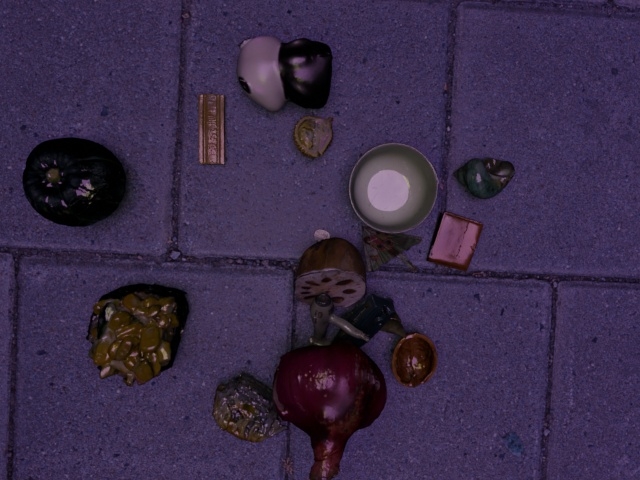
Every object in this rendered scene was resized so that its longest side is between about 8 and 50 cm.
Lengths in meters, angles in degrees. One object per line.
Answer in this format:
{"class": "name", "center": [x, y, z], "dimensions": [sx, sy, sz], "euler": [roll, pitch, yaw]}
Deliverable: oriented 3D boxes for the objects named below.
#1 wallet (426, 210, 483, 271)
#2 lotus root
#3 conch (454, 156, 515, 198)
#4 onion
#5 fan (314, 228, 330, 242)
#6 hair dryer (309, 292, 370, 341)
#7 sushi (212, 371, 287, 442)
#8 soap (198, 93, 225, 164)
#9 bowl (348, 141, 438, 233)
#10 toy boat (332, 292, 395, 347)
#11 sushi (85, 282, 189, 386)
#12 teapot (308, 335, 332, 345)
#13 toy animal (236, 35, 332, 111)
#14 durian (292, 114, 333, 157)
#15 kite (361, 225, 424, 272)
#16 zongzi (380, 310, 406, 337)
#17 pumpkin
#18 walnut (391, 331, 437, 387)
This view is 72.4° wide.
{"class": "wallet", "center": [0.495, 0.004, 1.620], "dimensions": [0.160, 0.042, 0.196], "euler": [16, 93, 1]}
{"class": "lotus root", "center": [0.028, 0.104, 1.508], "dimensions": [0.271, 0.272, 0.192], "euler": [-1, 60, -3]}
{"class": "conch", "center": [0.590, -0.231, 1.579], "dimensions": [0.188, 0.122, 0.176], "euler": [20, 70, -5]}
{"class": "onion", "center": [0.037, 0.546, 1.398], "dimensions": [0.397, 0.420, 0.399], "euler": [-3, 132, -4]}
{"class": "fan", "center": [0.008, -0.004, 1.609], "dimensions": [0.060, 0.003, 0.080], "euler": [-9, 92, -2]}
{"class": "hair dryer", "center": [0.044, 0.299, 1.505], "dimensions": [0.225, 0.219, 0.088], "euler": [41, 54, 6]}
{"class": "sushi", "center": [-0.248, 0.593, 1.543], "dimensions": [0.274, 0.139, 0.184], "euler": [33, 92, -6]}
{"class": "soap", "center": [-0.387, -0.397, 1.562], "dimensions": [0.092, 0.037, 0.252], "euler": [0, 91, -4]}
{"class": "bowl", "center": [0.242, -0.179, 1.538], "dimensions": [0.306, 0.163, 0.308], "euler": [0, 92, -3]}
{"class": "toy boat", "center": [0.136, 0.301, 1.547], "dimensions": [0.114, 0.122, 0.296], "euler": [20, 122, -33]}
{"class": "sushi", "center": [-0.623, 0.306, 1.443], "dimensions": [0.328, 0.285, 0.328], "euler": [19, 90, -2]}
{"class": "teapot", "center": [-0.005, 0.382, 1.597], "dimensions": [0.083, 0.057, 0.067], "euler": [20, 119, 2]}
{"class": "toy animal", "center": [-0.128, -0.573, 1.482], "dimensions": [0.309, 0.251, 0.251], "euler": [-1, 91, -10]}
{"class": "durian", "center": [-0.022, -0.380, 1.560], "dimensions": [0.146, 0.102, 0.208], "euler": [41, 66, -6]}
{"class": "kite", "center": [0.241, 0.027, 1.554], "dimensions": [0.322, 0.013, 0.267], "euler": [-28, 57, -37]}
{"class": "zongzi", "center": [0.220, 0.318, 1.568], "dimensions": [0.154, 0.130, 0.062], "euler": [-10, 123, -2]}
{"class": "pumpkin", "center": [-0.800, -0.192, 1.452], "dimensions": [0.314, 0.238, 0.316], "euler": [-2, 77, 9]}
{"class": "walnut", "center": [0.336, 0.421, 1.594], "dimensions": [0.167, 0.087, 0.212], "euler": [2, 101, -3]}
